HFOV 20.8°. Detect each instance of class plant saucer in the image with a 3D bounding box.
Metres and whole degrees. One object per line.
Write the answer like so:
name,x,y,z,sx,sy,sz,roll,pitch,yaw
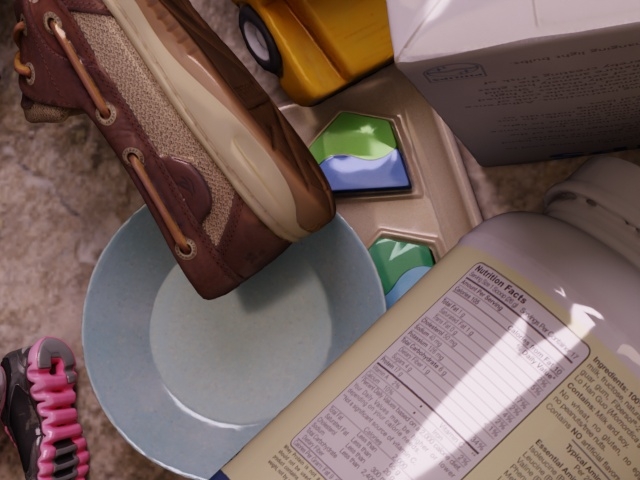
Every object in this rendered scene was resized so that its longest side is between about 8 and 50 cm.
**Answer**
plant saucer,-0.052,0.055,1.096,0.195,0.037,0.195,-1,84,9

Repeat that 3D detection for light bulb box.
light bulb box,0.153,-0.245,0.948,0.225,0.361,0.358,-7,84,11

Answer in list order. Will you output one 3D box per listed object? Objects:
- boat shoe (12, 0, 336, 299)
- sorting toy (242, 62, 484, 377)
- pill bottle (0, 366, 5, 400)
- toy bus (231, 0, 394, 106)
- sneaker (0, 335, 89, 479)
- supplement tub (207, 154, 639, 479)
boat shoe,-0.138,-0.114,1.054,0.123,0.123,0.342,-39,90,13
sorting toy,0.000,0.000,1.128,0.208,0.038,0.193,-20,81,11
pill bottle,-0.359,0.158,1.132,0.169,0.169,0.301,42,95,13
toy bus,-0.041,-0.254,1.071,0.108,0.130,0.332,-30,92,-18
sneaker,-0.191,0.125,1.165,0.057,0.047,0.119,-9,81,32
supplement tub,0.106,0.133,0.972,0.325,0.235,0.235,-43,77,-8
